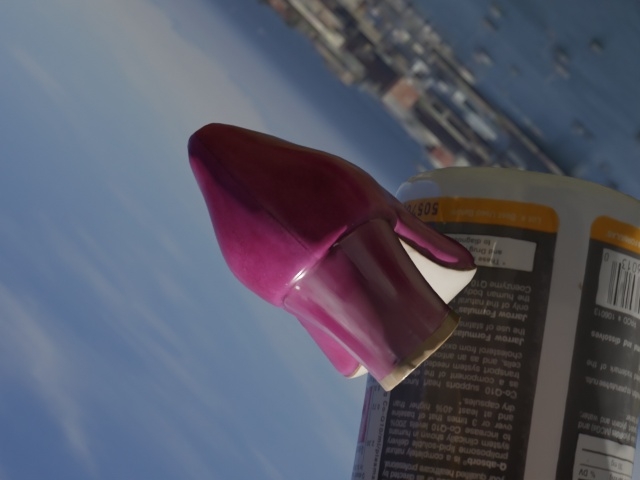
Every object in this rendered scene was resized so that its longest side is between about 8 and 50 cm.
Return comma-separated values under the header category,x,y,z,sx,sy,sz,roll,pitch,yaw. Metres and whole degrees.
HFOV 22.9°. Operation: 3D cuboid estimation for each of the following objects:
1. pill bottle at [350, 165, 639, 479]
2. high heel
category,x,y,z,sx,sy,sz,roll,pitch,yaw
pill bottle,0.102,0.108,0.912,0.162,0.278,0.162,10,171,2
high heel,0.000,0.000,0.674,0.117,0.082,0.244,47,-172,0
